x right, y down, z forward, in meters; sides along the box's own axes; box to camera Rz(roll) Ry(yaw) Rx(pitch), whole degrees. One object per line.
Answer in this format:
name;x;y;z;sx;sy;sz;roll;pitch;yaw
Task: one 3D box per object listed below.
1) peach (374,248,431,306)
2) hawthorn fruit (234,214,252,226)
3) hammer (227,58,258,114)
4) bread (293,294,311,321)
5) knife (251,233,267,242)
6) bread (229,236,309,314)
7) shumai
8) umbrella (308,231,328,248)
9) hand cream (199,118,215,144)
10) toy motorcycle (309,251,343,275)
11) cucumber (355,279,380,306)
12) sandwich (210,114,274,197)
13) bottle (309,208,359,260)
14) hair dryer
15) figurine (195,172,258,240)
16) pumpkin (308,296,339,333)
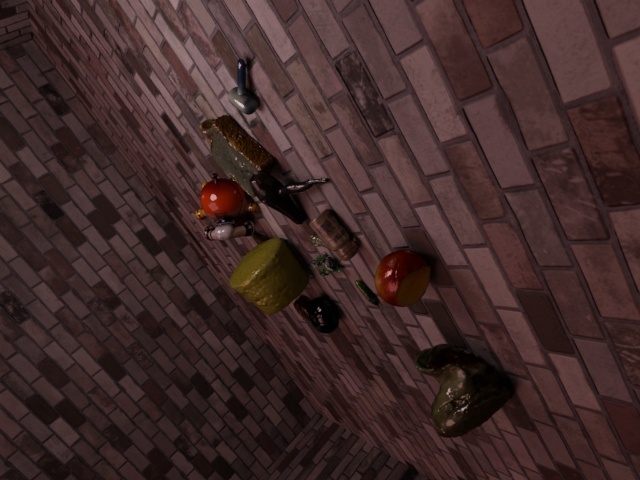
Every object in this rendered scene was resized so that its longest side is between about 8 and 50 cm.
peach;0.277;0.126;1.356;0.190;0.190;0.192;55;151;-13
hawthorn fruit;-0.463;-0.080;2.187;0.157;0.194;0.157;50;-174;-8
hammer;-0.272;-0.541;1.433;0.116;0.070;0.193;40;147;19
bread;-0.083;0.398;2.372;0.161;0.073;0.160;35;150;24
knife;-0.387;-0.047;2.295;0.343;0.027;0.061;24;147;45
bread;-0.255;0.187;2.070;0.307;0.348;0.348;53;154;-18
shumai;0.505;0.513;1.498;0.288;0.330;0.291;52;122;38
umbrella;0.000;0.000;1.748;0.067;0.062;0.144;30;169;-40
hand cream;-0.476;-0.448;1.859;0.084;0.084;0.203;36;158;24
toy motorcycle;0.021;0.115;1.853;0.106;0.074;0.190;46;154;-15
cucumber;0.204;0.230;1.762;0.155;0.037;0.037;49;153;-1
sandwich;-0.343;-0.349;1.750;0.301;0.099;0.271;44;149;7
bottle;0.062;-0.019;1.588;0.110;0.097;0.209;-40;93;20
hair dryer;-0.081;-0.174;1.594;0.360;0.120;0.304;-8;139;43
figurine;-0.473;-0.164;2.014;0.196;0.321;0.322;-52;-46;-85
pumpkin;0.019;0.386;2.134;0.202;0.140;0.201;48;153;35
